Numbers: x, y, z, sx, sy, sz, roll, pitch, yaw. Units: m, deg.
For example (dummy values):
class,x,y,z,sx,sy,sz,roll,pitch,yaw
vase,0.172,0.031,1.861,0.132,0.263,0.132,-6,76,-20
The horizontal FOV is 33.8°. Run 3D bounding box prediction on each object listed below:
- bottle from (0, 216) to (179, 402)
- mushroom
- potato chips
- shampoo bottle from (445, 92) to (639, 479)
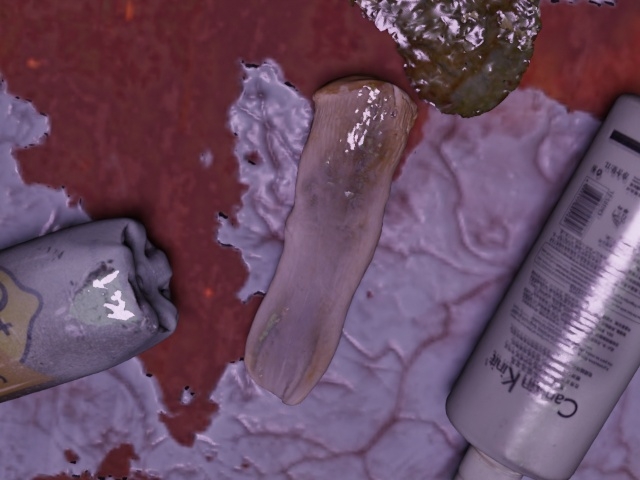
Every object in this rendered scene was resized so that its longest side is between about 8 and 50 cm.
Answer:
class,x,y,z,sx,sy,sz,roll,pitch,yaw
bottle,-0.214,0.061,0.599,0.270,0.083,0.083,-19,102,11
mushroom,0.003,0.002,0.608,0.059,0.054,0.202,16,107,1
potato chips,0.050,-0.170,0.581,0.142,0.026,0.209,-4,102,2
shampoo bottle,0.143,0.049,0.599,0.085,0.085,0.262,26,102,-6
